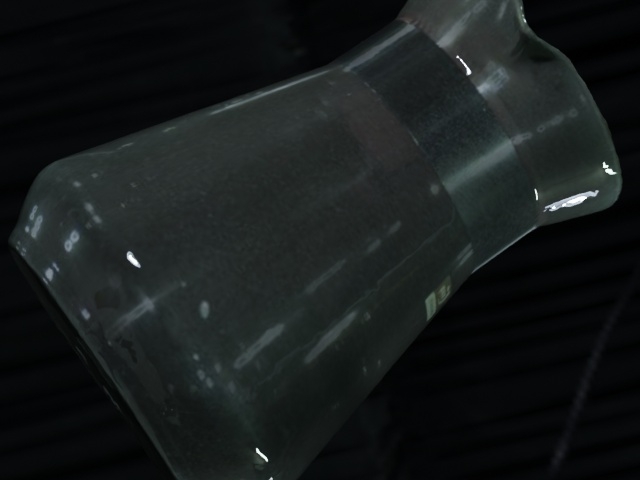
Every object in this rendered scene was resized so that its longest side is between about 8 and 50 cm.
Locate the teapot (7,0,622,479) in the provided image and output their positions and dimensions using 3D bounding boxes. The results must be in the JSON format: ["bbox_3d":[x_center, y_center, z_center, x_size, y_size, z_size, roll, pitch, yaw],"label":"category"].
[{"bbox_3d":[0.000,0.000,1.239,0.253,0.344,0.300,54,-10,15],"label":"teapot"}]
